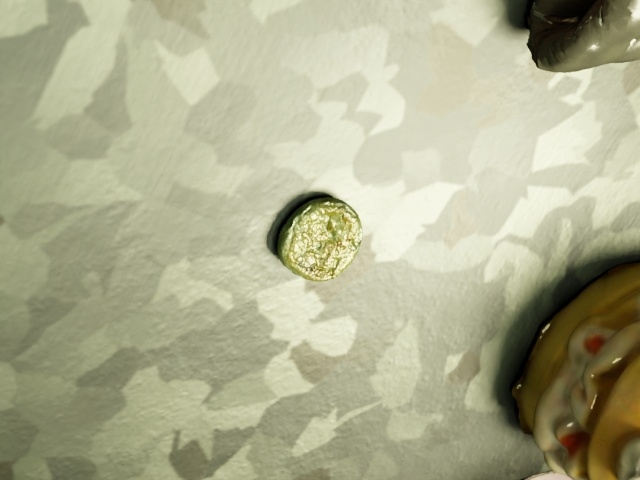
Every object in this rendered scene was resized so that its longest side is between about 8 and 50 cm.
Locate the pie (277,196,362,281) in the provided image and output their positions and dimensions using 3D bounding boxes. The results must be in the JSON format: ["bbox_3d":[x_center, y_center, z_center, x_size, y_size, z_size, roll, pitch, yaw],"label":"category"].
[{"bbox_3d":[0.002,-0.001,0.921,0.084,0.021,0.084,-12,121,-20],"label":"pie"}]

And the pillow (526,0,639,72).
[{"bbox_3d":[0.322,-0.242,0.809,0.228,0.101,0.326,-10,166,-23],"label":"pillow"}]

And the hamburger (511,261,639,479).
[{"bbox_3d":[0.374,0.181,1.112,0.276,0.237,0.276,-14,123,-22],"label":"hamburger"}]

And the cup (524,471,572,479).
[{"bbox_3d":[0.303,0.440,1.242,0.253,0.253,0.273,-8,117,-25],"label":"cup"}]
